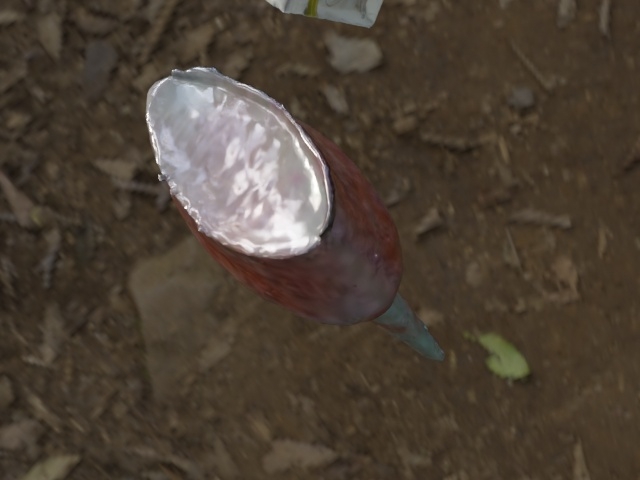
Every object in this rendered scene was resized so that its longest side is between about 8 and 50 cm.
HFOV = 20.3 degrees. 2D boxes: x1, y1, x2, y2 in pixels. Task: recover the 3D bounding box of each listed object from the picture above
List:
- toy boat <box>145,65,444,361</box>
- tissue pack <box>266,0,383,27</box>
[{"bbox_3d":[0.000,0.000,1.107,0.206,0.282,0.096,38,90,33],"label":"toy boat"},{"bbox_3d":[0.004,-0.232,1.179,0.106,0.099,0.149,40,115,38],"label":"tissue pack"}]
